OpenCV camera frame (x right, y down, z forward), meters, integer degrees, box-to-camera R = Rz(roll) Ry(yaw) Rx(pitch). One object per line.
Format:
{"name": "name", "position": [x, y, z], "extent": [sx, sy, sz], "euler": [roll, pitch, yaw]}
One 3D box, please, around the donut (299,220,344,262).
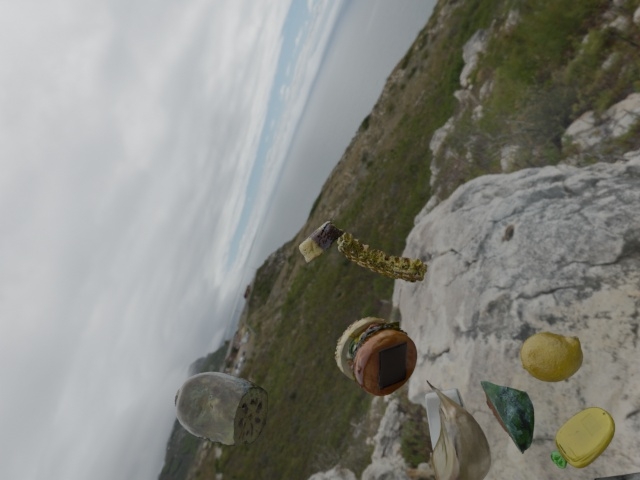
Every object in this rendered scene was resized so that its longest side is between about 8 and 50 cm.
{"name": "donut", "position": [0.000, 0.000, 1.161], "extent": [0.140, 0.059, 0.140], "euler": [-40, 5, 4]}

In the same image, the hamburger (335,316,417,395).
{"name": "hamburger", "position": [0.205, 0.432, 1.568], "extent": [0.225, 0.290, 0.291], "euler": [28, 99, 59]}

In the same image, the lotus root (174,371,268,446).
{"name": "lotus root", "position": [-0.384, 0.624, 1.549], "extent": [0.250, 0.345, 0.251], "euler": [1, -90, -64]}

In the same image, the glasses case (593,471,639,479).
{"name": "glasses case", "position": [0.994, 0.737, 1.216], "extent": [0.299, 0.114, 0.060], "euler": [-23, 4, 22]}

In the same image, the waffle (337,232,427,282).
{"name": "waffle", "position": [0.185, 0.067, 1.295], "extent": [0.260, 0.292, 0.069], "euler": [61, -129, -76]}

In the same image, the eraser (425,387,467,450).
{"name": "eraser", "position": [0.512, 0.777, 1.553], "extent": [0.149, 0.331, 0.331], "euler": [-19, 32, 17]}

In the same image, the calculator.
{"name": "calculator", "position": [0.810, 0.618, 1.278], "extent": [0.235, 0.032, 0.146], "euler": [-53, 8, 14]}

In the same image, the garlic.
{"name": "garlic", "position": [0.387, 0.595, 1.203], "extent": [0.196, 0.151, 0.339], "euler": [19, 127, 47]}

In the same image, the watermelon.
{"name": "watermelon", "position": [0.456, 0.414, 0.973], "extent": [0.155, 0.101, 0.080], "euler": [-98, -3, -54]}

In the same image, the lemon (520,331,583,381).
{"name": "lemon", "position": [0.857, 0.432, 1.528], "extent": [0.244, 0.186, 0.187], "euler": [-45, 23, 39]}
